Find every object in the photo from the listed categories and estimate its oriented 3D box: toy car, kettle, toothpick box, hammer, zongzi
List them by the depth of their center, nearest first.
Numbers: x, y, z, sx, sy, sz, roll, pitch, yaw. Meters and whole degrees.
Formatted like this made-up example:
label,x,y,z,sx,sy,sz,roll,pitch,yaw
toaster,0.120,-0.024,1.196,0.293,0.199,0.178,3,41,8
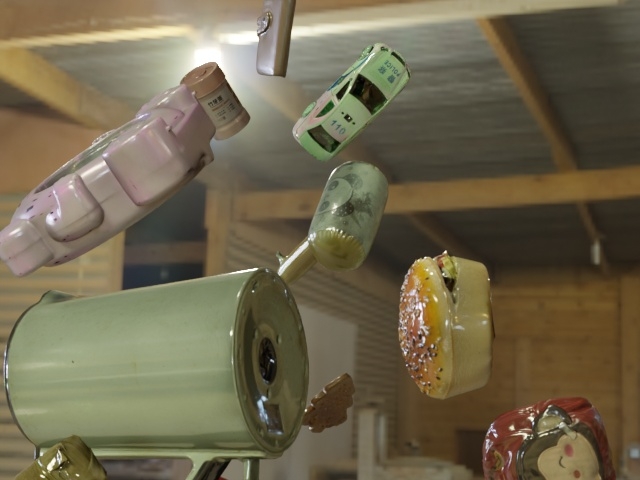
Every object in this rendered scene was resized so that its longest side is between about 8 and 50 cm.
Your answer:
label,x,y,z,sx,sy,sz,roll,pitch,yaw
zongzi,-0.293,0.339,1.259,0.189,0.178,0.081,-39,2,1
kettle,-0.231,0.233,1.594,0.376,0.361,0.250,-6,-8,21
toy car,0.055,-0.227,1.893,0.090,0.224,0.076,41,15,-18
hammer,0.000,0.000,1.989,0.113,0.202,0.305,34,-39,-12
toothpick box,-0.232,-0.308,2.502,0.098,0.098,0.149,-6,-52,39

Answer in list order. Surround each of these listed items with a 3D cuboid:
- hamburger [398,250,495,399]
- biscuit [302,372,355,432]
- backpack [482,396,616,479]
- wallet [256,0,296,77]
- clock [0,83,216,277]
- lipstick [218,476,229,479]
label,x,y,z,sx,sy,sz,roll,pitch,yaw
hamburger,0.249,0.171,2.290,0.176,0.300,0.300,0,-9,-4
biscuit,0.019,0.285,1.992,0.119,0.130,0.019,11,27,-47
backpack,0.375,0.364,1.887,0.229,0.229,0.139,-1,15,17
wallet,-0.081,-0.365,1.985,0.038,0.153,0.118,2,10,-23
clock,-0.311,-0.084,1.653,0.322,0.113,0.295,-31,15,13
lipstick,-0.053,0.457,1.801,0.279,0.073,0.073,23,-9,0
